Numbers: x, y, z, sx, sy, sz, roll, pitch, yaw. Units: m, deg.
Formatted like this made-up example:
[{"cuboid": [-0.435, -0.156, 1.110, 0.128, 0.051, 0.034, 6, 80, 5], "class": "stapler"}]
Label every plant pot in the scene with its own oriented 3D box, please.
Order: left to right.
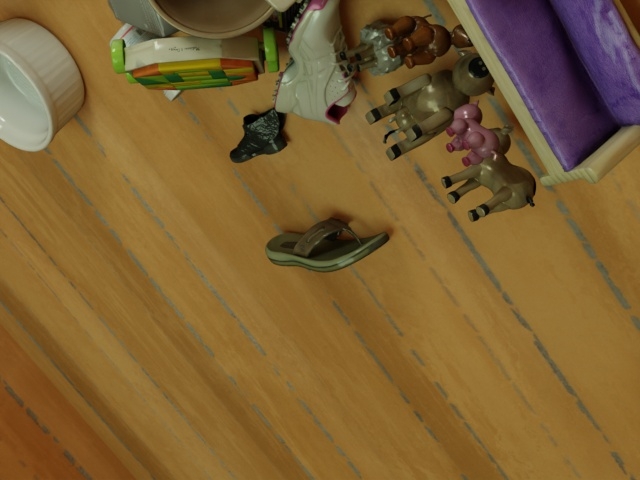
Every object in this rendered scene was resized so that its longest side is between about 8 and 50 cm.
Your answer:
[{"cuboid": [-0.164, -0.430, 1.684, 0.237, 0.237, 0.110, 48, -179, -9], "class": "plant pot"}]

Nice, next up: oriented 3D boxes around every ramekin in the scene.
[{"cuboid": [-0.639, -0.340, 2.320, 0.277, 0.135, 0.277, 24, 140, 22], "class": "ramekin"}]

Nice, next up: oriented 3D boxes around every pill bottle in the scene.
[{"cuboid": [-0.319, -0.345, 2.070, 0.160, 0.087, 0.087, 46, 143, -6], "class": "pill bottle"}]

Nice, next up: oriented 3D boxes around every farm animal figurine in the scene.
[{"cuboid": [0.206, -0.204, 1.675, 0.327, 0.172, 0.330, 8, 123, 66], "class": "farm animal figurine"}]

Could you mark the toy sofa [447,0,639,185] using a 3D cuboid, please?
[{"cuboid": [0.319, -0.263, 1.482, 0.362, 0.150, 0.177, 57, 155, -12], "class": "toy sofa"}]

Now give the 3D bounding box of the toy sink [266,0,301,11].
[{"cuboid": [-0.036, -0.446, 1.574, 0.153, 0.234, 0.131, 45, 171, -7], "class": "toy sink"}]

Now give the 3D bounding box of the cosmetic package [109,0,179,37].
[{"cuboid": [-0.293, -0.438, 1.868, 0.238, 0.107, 0.127, 25, 139, 54], "class": "cosmetic package"}]

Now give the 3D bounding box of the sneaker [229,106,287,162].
[{"cuboid": [-0.125, -0.206, 2.075, 0.170, 0.051, 0.089, -9, 121, 40], "class": "sneaker"}]

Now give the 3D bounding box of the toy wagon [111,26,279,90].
[{"cuboid": [-0.204, -0.304, 1.861, 0.267, 0.344, 0.068, -4, 90, 0], "class": "toy wagon"}]

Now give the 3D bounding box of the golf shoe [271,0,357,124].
[{"cuboid": [0.011, -0.307, 1.815, 0.140, 0.115, 0.306, 27, 150, 4], "class": "golf shoe"}]

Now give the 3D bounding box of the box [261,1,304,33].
[{"cuboid": [-0.136, -0.493, 1.781, 0.216, 0.060, 0.270, 21, 139, 24], "class": "box"}]

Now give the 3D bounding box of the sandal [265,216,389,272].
[{"cuboid": [-0.002, 0.001, 2.127, 0.303, 0.120, 0.086, 1, 115, 41], "class": "sandal"}]
